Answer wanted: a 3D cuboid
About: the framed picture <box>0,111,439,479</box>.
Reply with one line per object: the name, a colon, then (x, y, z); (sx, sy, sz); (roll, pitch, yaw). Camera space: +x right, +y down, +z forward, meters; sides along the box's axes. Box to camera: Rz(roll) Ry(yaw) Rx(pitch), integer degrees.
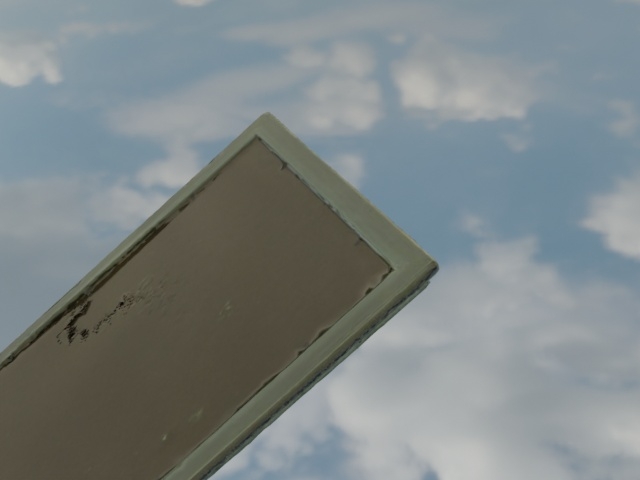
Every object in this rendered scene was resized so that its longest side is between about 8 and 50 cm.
framed picture: (-0.089, 0.060, 0.476); (0.273, 0.016, 0.216); (-41, -146, 0)
